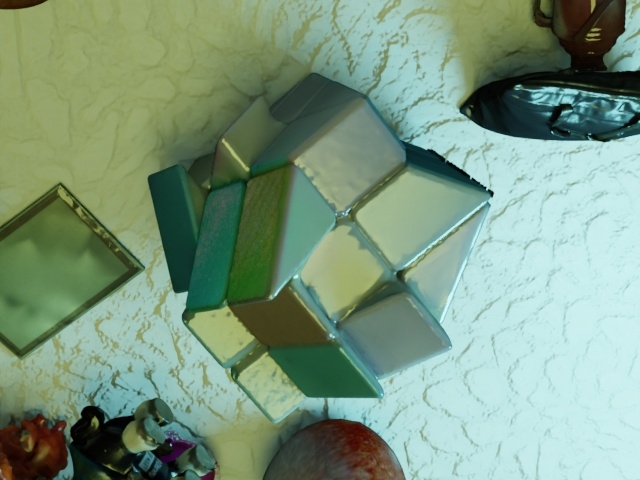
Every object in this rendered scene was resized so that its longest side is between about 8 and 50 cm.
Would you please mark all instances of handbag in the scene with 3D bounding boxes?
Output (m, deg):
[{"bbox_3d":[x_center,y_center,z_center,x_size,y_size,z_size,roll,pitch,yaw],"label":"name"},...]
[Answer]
[{"bbox_3d":[0.322,-0.164,1.330,0.254,0.211,0.089,4,88,-9],"label":"handbag"}]

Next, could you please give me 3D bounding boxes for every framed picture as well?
[{"bbox_3d":[-0.377,0.046,1.456,0.231,0.010,0.173,-34,117,11],"label":"framed picture"}]

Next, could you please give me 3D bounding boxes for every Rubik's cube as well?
[{"bbox_3d":[0.000,0.000,1.275,0.368,0.387,0.358,-40,107,1],"label":"Rubik's cube"}]

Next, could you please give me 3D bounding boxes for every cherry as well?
[{"bbox_3d":[0.021,0.390,1.571,0.206,0.239,0.239,31,111,-24],"label":"cherry"}]

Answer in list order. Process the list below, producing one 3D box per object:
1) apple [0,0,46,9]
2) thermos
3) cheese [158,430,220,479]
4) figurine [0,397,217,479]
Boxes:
[{"bbox_3d":[-0.354,-0.341,1.158,0.168,0.181,0.181,3,121,-37],"label":"apple"},{"bbox_3d":[0.320,-0.308,1.307,0.124,0.099,0.232,10,124,22],"label":"thermos"},{"bbox_3d":[-0.222,0.381,1.632,0.155,0.062,0.244,-9,121,-1],"label":"cheese"},{"bbox_3d":[-0.342,0.377,1.509,0.411,0.241,0.306,-9,122,3],"label":"figurine"}]
